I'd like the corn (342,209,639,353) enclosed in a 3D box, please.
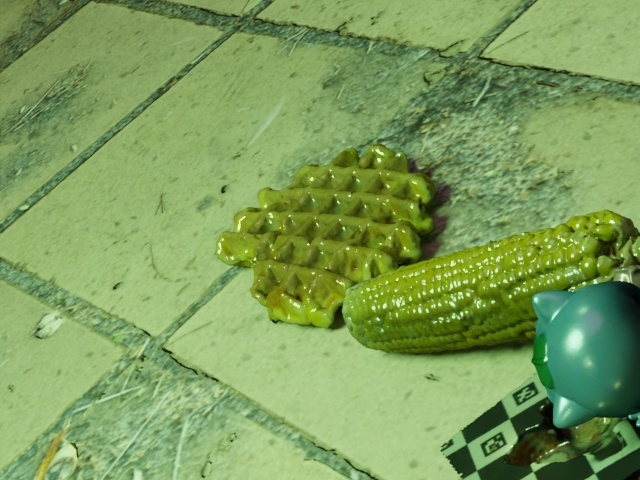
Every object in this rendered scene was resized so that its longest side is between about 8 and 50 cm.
[{"bbox_3d":[0.146,0.043,1.236,0.320,0.097,0.097,-15,34,44],"label":"corn"}]

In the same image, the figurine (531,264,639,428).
[{"bbox_3d":[0.242,0.070,1.047,0.178,0.114,0.144,-14,5,17],"label":"figurine"}]

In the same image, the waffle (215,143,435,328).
[{"bbox_3d":[0.000,-0.001,1.491,0.249,0.056,0.253,-19,34,21],"label":"waffle"}]

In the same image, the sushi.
[{"bbox_3d":[0.210,0.146,1.106,0.210,0.040,0.192,-35,22,-1],"label":"sushi"}]
